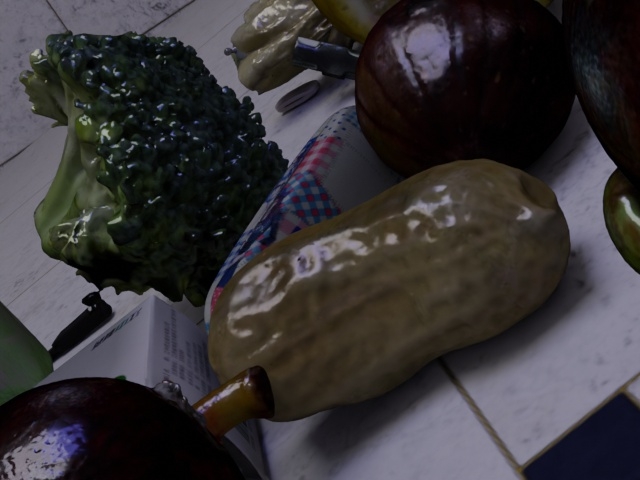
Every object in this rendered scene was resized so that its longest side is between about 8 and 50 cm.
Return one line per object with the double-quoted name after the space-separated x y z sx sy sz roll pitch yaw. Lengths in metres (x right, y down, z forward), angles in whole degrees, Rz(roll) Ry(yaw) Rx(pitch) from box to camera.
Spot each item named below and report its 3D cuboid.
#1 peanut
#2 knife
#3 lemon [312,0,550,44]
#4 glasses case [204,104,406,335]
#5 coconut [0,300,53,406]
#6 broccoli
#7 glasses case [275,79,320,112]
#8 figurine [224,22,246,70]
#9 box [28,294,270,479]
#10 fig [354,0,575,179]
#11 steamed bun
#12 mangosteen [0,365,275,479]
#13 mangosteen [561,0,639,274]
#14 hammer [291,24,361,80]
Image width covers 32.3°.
0.051 0.034 0.858 0.291 0.143 0.159 -29 15 15 "peanut"
-0.370 0.154 1.501 0.230 0.028 0.060 -39 9 11 "knife"
0.122 -0.390 1.296 0.364 0.364 0.364 -34 22 16 "lemon"
0.000 0.000 1.027 0.076 0.125 0.327 -18 31 43 "glasses case"
-0.462 0.166 1.205 0.328 0.328 0.281 -40 24 3 "coconut"
-0.214 -0.062 1.223 0.281 0.348 0.293 -38 13 36 "broccoli"
-0.035 -0.216 1.655 0.083 0.021 0.032 -24 24 36 "glasses case"
-0.076 -0.360 1.925 0.197 0.093 0.147 -35 42 -8 "figurine"
-0.211 0.215 0.940 0.333 0.145 0.173 -37 24 9 "box"
0.130 -0.114 0.975 0.204 0.186 0.249 -14 37 11 "fig"
0.053 -0.400 1.633 0.428 0.189 0.247 -33 -10 17 "steamed bun"
-0.126 0.177 0.744 0.235 0.235 0.261 -11 30 52 "mangosteen"
0.283 -0.087 0.586 0.306 0.359 0.306 -3 21 1 "mangosteen"
0.055 -0.399 1.482 0.043 0.111 0.365 -23 -53 -76 "hammer"
